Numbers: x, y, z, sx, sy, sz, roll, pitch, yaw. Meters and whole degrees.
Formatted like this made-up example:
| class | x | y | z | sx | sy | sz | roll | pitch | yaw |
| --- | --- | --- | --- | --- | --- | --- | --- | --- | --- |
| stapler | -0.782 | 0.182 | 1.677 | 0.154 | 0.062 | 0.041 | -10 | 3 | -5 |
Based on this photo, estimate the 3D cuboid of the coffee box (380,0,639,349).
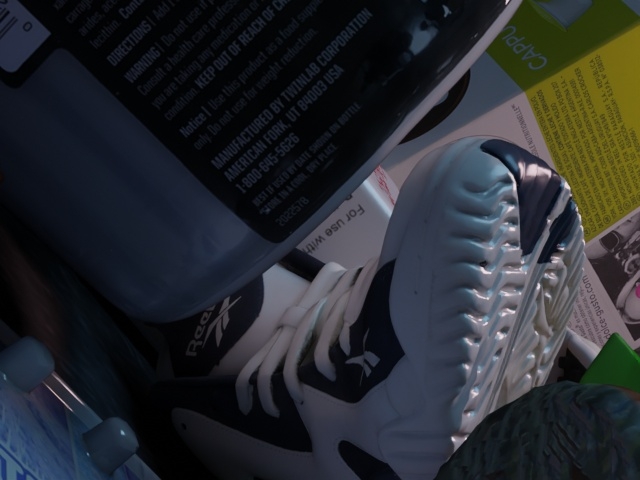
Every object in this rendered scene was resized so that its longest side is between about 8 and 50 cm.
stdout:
| class | x | y | z | sx | sy | sz | roll | pitch | yaw |
| --- | --- | --- | --- | --- | --- | --- | --- | --- | --- |
| coffee box | 0.164 | -0.091 | 1.478 | 0.338 | 0.334 | 0.338 | 61 | -2 | -38 |

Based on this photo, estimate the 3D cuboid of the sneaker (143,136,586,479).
| class | x | y | z | sx | sy | sz | roll | pitch | yaw |
| --- | --- | --- | --- | --- | --- | --- | --- | --- | --- |
| sneaker | -0.001 | 0.035 | 0.530 | 0.153 | 0.094 | 0.235 | 26 | -28 | 21 |

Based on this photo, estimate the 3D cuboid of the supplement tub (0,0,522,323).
| class | x | y | z | sx | sy | sz | roll | pitch | yaw |
| --- | --- | --- | --- | --- | --- | --- | --- | --- | --- |
| supplement tub | -0.099 | -0.142 | 0.481 | 0.316 | 0.193 | 0.193 | 45 | 7 | -9 |

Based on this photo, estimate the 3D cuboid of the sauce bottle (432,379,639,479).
| class | x | y | z | sx | sy | sz | roll | pitch | yaw |
| --- | --- | --- | --- | --- | --- | --- | --- | --- | --- |
| sauce bottle | 0.181 | 0.144 | 0.474 | 0.344 | 0.111 | 0.111 | 25 | 20 | -31 |

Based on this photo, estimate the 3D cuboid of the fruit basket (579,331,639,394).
| class | x | y | z | sx | sy | sz | roll | pitch | yaw |
| --- | --- | --- | --- | --- | --- | --- | --- | --- | --- |
| fruit basket | 0.277 | 0.188 | 0.720 | 0.392 | 0.392 | 0.283 | 50 | 6 | -20 |

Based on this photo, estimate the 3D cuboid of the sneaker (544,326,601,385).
| class | x | y | z | sx | sy | sz | roll | pitch | yaw |
| --- | --- | --- | --- | --- | --- | --- | --- | --- | --- |
| sneaker | 0.193 | 0.124 | 1.247 | 0.118 | 0.110 | 0.292 | 12 | -4 | -11 |

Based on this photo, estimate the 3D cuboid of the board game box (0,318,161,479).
| class | x | y | z | sx | sy | sz | roll | pitch | yaw |
| --- | --- | --- | --- | --- | --- | --- | --- | --- | --- |
| board game box | -0.021 | 0.121 | 0.304 | 0.390 | 0.050 | 0.390 | 50 | 6 | -25 |

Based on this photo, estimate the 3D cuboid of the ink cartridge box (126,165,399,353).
| class | x | y | z | sx | sy | sz | roll | pitch | yaw |
| --- | --- | --- | --- | --- | --- | --- | --- | --- | --- |
| ink cartridge box | -0.084 | -0.079 | 0.696 | 0.278 | 0.117 | 0.201 | 51 | 6 | -9 |
